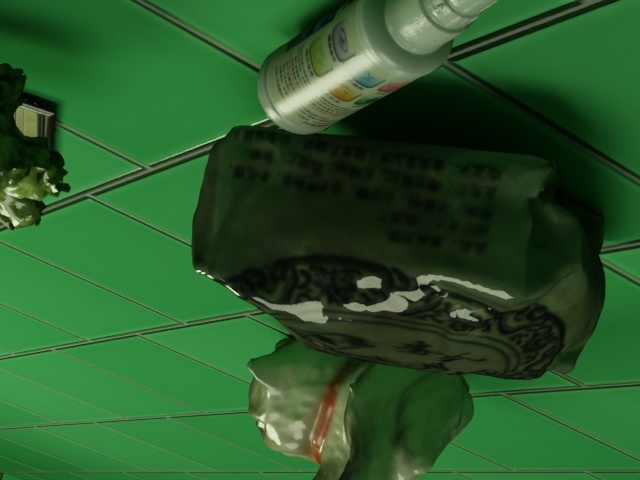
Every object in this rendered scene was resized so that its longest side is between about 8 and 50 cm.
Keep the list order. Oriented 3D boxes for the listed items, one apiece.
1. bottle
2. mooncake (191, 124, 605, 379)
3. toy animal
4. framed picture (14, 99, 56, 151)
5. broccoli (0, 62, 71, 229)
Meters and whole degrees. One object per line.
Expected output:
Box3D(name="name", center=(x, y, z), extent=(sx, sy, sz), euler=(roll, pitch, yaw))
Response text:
Box3D(name="bottle", center=(0.035, -0.109, 0.782), extent=(0.060, 0.060, 0.217), euler=(24, 161, -22))
Box3D(name="mooncake", center=(0.060, 0.017, 0.958), extent=(0.254, 0.136, 0.250), euler=(9, 169, 21))
Box3D(name="toy animal", center=(0.022, 0.164, 1.375), extent=(0.266, 0.188, 0.308), euler=(-31, 175, 23))
Box3D(name="framed picture", center=(-0.307, -0.101, 1.158), extent=(0.199, 0.010, 0.195), euler=(18, 161, -6))
Box3D(name="broccoli", center=(-0.399, -0.061, 0.869), extent=(0.353, 0.275, 0.397), euler=(-23, -176, 18))
